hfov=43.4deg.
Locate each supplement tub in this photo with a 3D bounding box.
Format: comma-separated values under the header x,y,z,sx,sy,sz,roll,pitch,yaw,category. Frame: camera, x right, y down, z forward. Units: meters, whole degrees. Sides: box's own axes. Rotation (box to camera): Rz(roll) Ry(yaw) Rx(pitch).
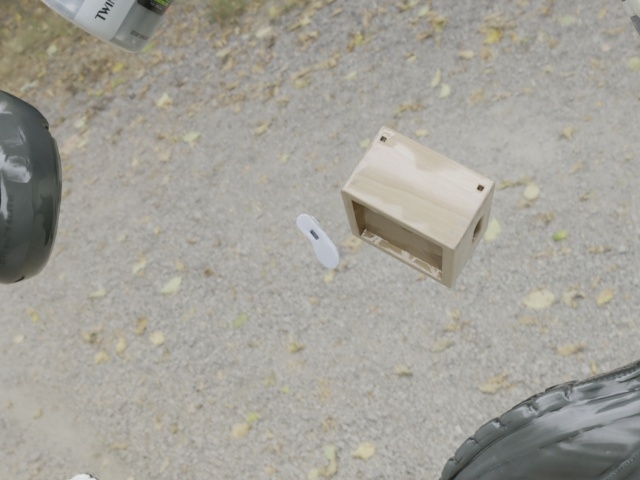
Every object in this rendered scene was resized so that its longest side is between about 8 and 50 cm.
x,y,z,sx,sy,sz,roll,pitch,yaw,category
-0.143,-0.257,0.638,0.190,0.117,0.117,-53,42,12,supplement tub

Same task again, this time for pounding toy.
x,y,z,sx,sy,sz,roll,pitch,yaw,category
0.089,-0.038,0.739,0.130,0.141,0.100,29,76,17,pounding toy

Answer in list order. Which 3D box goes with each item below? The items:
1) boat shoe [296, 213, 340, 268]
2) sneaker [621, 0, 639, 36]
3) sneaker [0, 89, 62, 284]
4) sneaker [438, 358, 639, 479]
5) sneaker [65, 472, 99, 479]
x,y,z,sx,sy,sz,roll,pitch,yaw,category
0.000,0.000,1.267,0.035,0.035,0.100,-39,85,17,boat shoe
0.359,-0.284,0.843,0.131,0.148,0.350,-23,56,23,sneaker
-0.220,-0.068,0.392,0.267,0.106,0.101,36,118,42,sneaker
0.189,0.127,0.454,0.286,0.109,0.130,-36,68,32,sneaker
-0.251,0.416,0.951,0.118,0.107,0.279,-32,70,-33,sneaker
